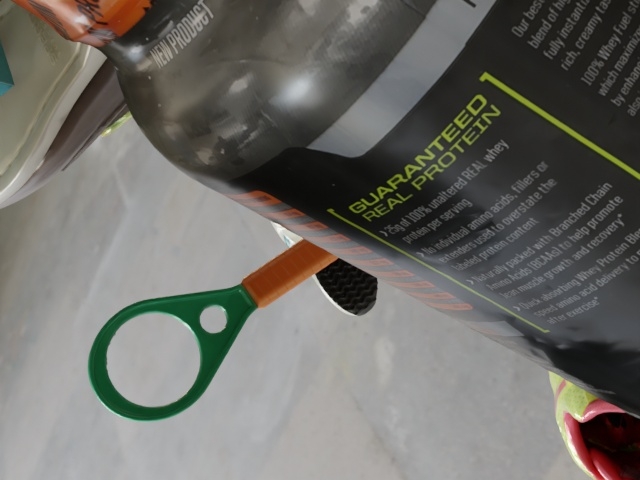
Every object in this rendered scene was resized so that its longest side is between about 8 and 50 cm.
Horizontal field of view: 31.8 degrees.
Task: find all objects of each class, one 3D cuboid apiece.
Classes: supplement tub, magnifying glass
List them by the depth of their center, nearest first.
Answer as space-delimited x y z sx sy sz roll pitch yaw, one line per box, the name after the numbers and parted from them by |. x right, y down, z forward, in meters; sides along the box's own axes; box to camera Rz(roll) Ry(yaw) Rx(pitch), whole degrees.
0.074 -0.073 0.418 0.207 0.338 0.207 -42 32 34 | supplement tub
-0.077 0.057 0.880 0.231 0.092 0.026 -34 -3 -12 | magnifying glass

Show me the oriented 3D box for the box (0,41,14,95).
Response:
-0.302 -0.082 0.688 0.244 0.060 0.100 -28 72 25 | box

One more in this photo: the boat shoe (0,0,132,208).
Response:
-0.150 -0.114 0.691 0.324 0.097 0.116 -42 66 41 | boat shoe

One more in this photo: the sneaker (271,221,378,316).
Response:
0.000 0.000 1.056 0.057 0.161 0.075 -37 -3 -4 | sneaker

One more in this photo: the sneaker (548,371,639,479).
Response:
0.182 0.121 0.672 0.081 0.208 0.094 -22 41 20 | sneaker
